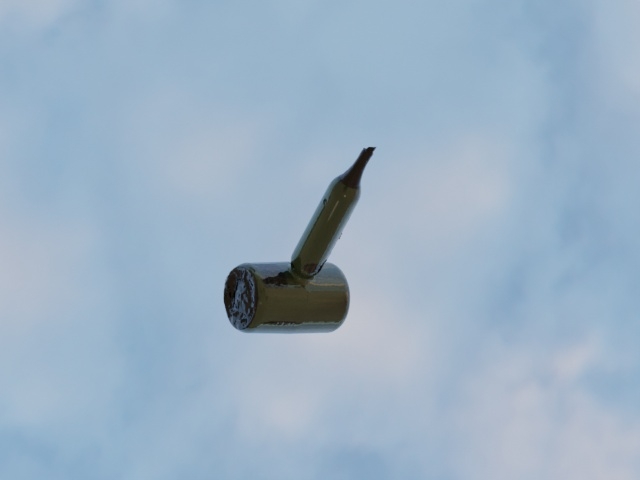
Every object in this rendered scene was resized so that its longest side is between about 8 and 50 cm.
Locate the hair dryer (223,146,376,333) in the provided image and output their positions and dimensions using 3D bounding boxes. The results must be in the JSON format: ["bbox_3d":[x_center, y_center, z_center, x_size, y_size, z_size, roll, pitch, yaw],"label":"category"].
[{"bbox_3d":[0.000,0.000,0.882,0.071,0.047,0.150,0,-45,-35],"label":"hair dryer"}]
